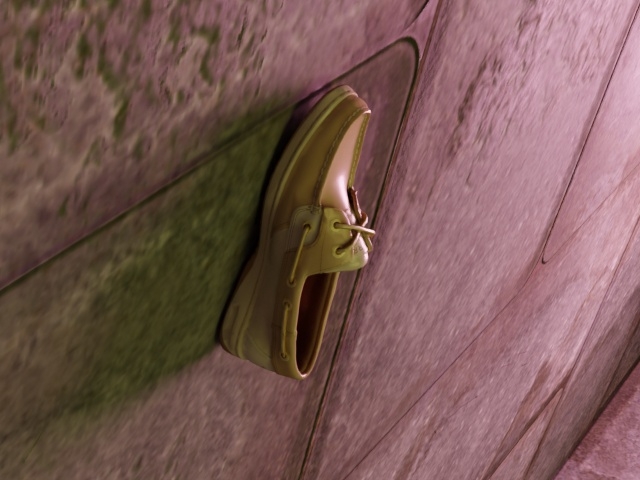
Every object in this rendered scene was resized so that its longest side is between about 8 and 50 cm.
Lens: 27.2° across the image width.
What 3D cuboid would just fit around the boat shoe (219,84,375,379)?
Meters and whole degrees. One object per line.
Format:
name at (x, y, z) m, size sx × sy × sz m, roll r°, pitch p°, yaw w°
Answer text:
boat shoe at (0.000, 0.000, 0.718) m, size 0.063 × 0.059 × 0.170 m, roll -28°, pitch 143°, yaw -57°
